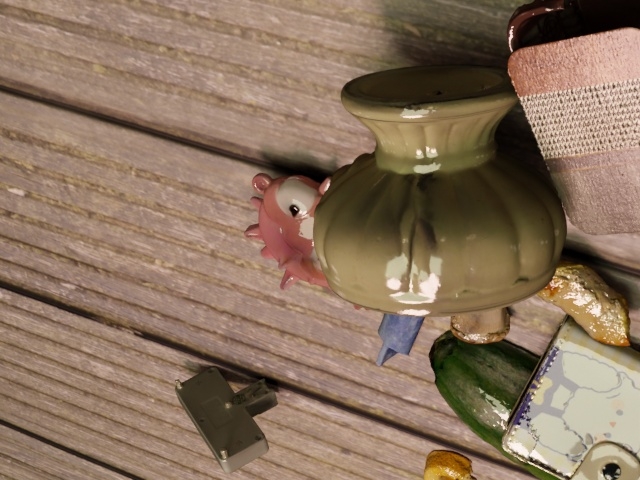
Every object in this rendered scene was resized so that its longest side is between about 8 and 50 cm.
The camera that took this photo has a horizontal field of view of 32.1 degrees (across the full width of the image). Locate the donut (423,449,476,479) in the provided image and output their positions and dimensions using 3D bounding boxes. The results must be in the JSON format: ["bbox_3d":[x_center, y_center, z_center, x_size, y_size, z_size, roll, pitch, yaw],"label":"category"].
[{"bbox_3d":[0.215,0.402,1.865,0.097,0.043,0.108,-8,118,37],"label":"donut"}]

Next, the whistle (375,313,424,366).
[{"bbox_3d":[0.133,0.077,1.607,0.062,0.062,0.304,27,138,10],"label":"whistle"}]

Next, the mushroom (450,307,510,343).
[{"bbox_3d":[0.233,0.056,1.522,0.084,0.071,0.209,17,132,12],"label":"mushroom"}]

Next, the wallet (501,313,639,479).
[{"bbox_3d":[0.426,0.262,1.524,0.310,0.077,0.223,28,107,9],"label":"wallet"}]

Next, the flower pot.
[{"bbox_3d":[0.137,-0.073,1.317,0.308,0.307,0.244,8,113,27],"label":"flower pot"}]

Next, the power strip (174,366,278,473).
[{"bbox_3d":[-0.149,0.289,1.921,0.215,0.145,0.061,45,156,46],"label":"power strip"}]

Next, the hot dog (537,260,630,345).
[{"bbox_3d":[0.345,0.071,1.463,0.169,0.061,0.078,41,139,-5],"label":"hot dog"}]

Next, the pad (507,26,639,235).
[{"bbox_3d":[0.354,-0.096,1.113,0.323,0.055,0.250,12,137,53],"label":"pad"}]

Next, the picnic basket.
[{"bbox_3d":[0.345,-0.166,1.197,0.223,0.129,0.296,-7,122,39],"label":"picnic basket"}]

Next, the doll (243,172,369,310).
[{"bbox_3d":[0.000,0.000,1.596,0.211,0.093,0.262,-28,107,39],"label":"doll"}]

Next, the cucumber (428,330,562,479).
[{"bbox_3d":[0.300,0.252,1.633,0.325,0.105,0.145,37,139,2],"label":"cucumber"}]
